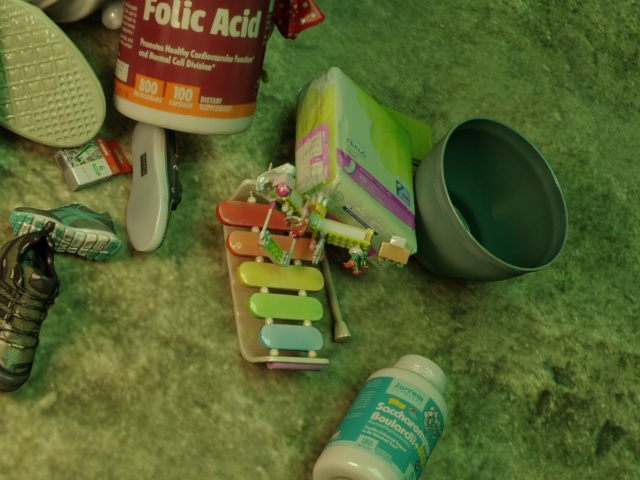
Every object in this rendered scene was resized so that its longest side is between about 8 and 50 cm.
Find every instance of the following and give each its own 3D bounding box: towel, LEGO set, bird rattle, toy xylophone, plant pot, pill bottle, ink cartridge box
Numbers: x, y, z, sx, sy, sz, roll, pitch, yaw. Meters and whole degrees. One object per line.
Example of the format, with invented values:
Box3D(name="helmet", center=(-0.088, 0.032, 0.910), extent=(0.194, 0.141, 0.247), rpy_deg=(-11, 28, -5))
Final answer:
Box3D(name="towel", center=(0.116, -0.213, 2.109), extent=(0.237, 0.021, 0.102), rpy_deg=(19, 58, -29))
Box3D(name="LEGO set", center=(0.000, 0.000, 1.737), extent=(0.287, 0.132, 0.107), rpy_deg=(34, 59, -28))
Box3D(name="bird rattle", center=(-0.131, -0.367, 1.852), extent=(0.207, 0.253, 0.143), rpy_deg=(47, 43, 8))
Box3D(name="toy xylophone", center=(-0.051, 0.059, 1.800), extent=(0.236, 0.081, 0.323), rpy_deg=(-3, 70, -39))
Box3D(name="plant pot", center=(0.268, -0.047, 2.021), extent=(0.293, 0.196, 0.293), rpy_deg=(18, 57, -30))
Box3D(name="pill bottle", center=(0.105, 0.298, 1.753), extent=(0.146, 0.146, 0.264), rpy_deg=(45, 48, -10))
Box3D(name="ink cartridge box", center=(-0.337, -0.120, 1.707), extent=(0.115, 0.029, 0.063), rpy_deg=(-25, 84, -42))
Box3D(name="pill bottle", center=(-0.178, -0.373, 1.697), extent=(0.224, 0.224, 0.392), rpy_deg=(-3, 112, -38))

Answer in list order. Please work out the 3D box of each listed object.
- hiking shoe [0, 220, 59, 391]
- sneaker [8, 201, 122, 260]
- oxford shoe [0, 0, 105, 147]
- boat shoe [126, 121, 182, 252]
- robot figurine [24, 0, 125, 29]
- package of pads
Box3D(name="hiking shoe", center=(-0.398, 0.084, 1.497), extent=(0.086, 0.114, 0.227), rpy_deg=(16, 59, -30))
Box3D(name="sneaker", center=(-0.367, -0.024, 1.625), extent=(0.166, 0.065, 0.076), rpy_deg=(18, 41, -34))
Box3D(name="oxford shoe", center=(-0.498, -0.297, 1.609), extent=(0.449, 0.130, 0.169), rpy_deg=(35, 92, -20))
Box3D(name="boat shoe", center=(-0.246, -0.081, 1.733), extent=(0.076, 0.080, 0.229), rpy_deg=(23, 49, -43))
Box3D(name="robot figurine", center=(-0.367, -0.471, 1.744), extent=(0.300, 0.199, 0.353), rpy_deg=(58, 43, -21))
Box3D(name="package of pads", center=(0.056, -0.128, 1.909), extent=(0.229, 0.101, 0.297), rpy_deg=(39, 35, -33))
